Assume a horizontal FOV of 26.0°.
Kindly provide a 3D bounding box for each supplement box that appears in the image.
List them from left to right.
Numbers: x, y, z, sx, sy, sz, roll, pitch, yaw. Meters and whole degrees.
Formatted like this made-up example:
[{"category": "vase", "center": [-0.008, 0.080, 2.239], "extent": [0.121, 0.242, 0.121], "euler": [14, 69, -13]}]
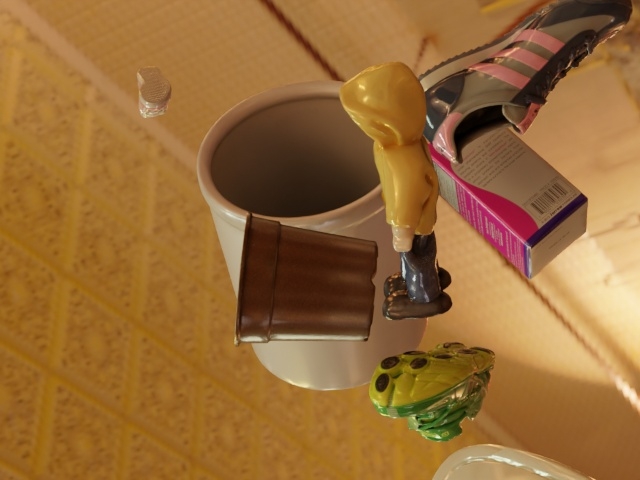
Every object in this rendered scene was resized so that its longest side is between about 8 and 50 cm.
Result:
[{"category": "supplement box", "center": [0.257, -0.070, 1.943], "extent": [0.220, 0.111, 0.114], "euler": [46, 169, 25]}]

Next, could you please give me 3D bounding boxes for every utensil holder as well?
[{"category": "utensil holder", "center": [0.000, 0.000, 2.176], "extent": [0.328, 0.327, 0.386], "euler": [-80, -15, -45]}]

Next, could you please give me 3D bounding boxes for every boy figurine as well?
[{"category": "boy figurine", "center": [0.087, -0.052, 1.513], "extent": [0.177, 0.092, 0.285], "euler": [-83, -19, -60]}]

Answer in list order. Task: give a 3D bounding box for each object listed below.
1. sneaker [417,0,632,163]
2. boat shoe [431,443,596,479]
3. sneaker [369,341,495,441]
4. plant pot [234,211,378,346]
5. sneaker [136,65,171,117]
[{"category": "sneaker", "center": [0.275, -0.208, 1.801], "extent": [0.112, 0.319, 0.131], "euler": [38, -154, -59]}, {"category": "boat shoe", "center": [0.190, 0.212, 0.718], "extent": [0.099, 0.319, 0.116], "euler": [16, -78, -55]}, {"category": "sneaker", "center": [0.154, 0.202, 1.777], "extent": [0.295, 0.109, 0.124], "euler": [-2, -82, -62]}, {"category": "plant pot", "center": [-0.017, 0.055, 1.703], "extent": [0.167, 0.165, 0.167], "euler": [-174, 90, -90]}, {"category": "sneaker", "center": [-0.253, -0.212, 2.127], "extent": [0.134, 0.051, 0.070], "euler": [-116, 18, -59]}]
